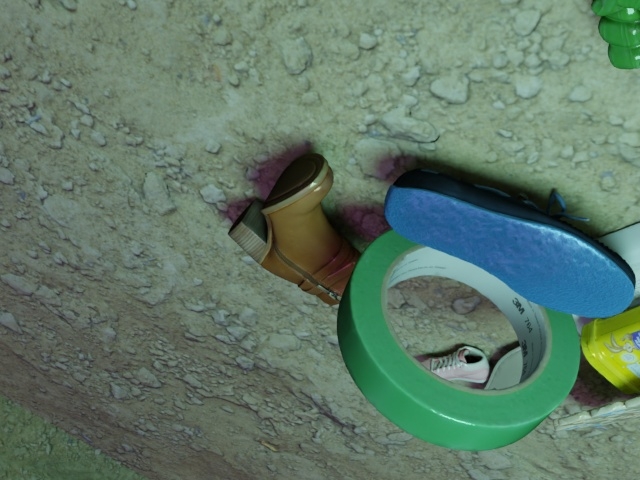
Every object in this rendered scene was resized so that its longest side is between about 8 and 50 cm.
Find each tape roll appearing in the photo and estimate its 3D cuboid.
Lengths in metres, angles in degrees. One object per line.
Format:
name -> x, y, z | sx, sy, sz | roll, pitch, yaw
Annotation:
tape roll -> 0.184, 0.117, 0.972 | 0.321, 0.321, 0.077 | 23, 140, 2

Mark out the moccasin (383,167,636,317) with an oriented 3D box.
moccasin -> 0.258, -0.020, 0.956 | 0.341, 0.117, 0.138 | 28, 127, 3

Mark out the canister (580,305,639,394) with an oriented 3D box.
canister -> 0.466, 0.137, 0.979 | 0.126, 0.073, 0.170 | 39, 136, -18

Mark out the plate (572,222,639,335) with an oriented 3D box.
plate -> 0.472, 0.095, 1.023 | 0.278, 0.045, 0.277 | 44, 136, -21

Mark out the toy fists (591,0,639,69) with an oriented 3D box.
toy fists -> 0.317, -0.255, 0.640 | 0.142, 0.096, 0.279 | 40, 167, 30

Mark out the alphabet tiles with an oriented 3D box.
alphabet tiles -> 0.498, 0.244, 1.079 | 0.277, 0.021, 0.284 | 6, 153, -37

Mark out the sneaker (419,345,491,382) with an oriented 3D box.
sneaker -> 0.229, 0.214, 1.260 | 0.134, 0.051, 0.070 | -1, 138, 16

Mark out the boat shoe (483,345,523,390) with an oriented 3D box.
boat shoe -> 0.334, 0.238, 1.236 | 0.075, 0.065, 0.206 | 41, 127, 20

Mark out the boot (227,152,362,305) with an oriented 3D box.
boot -> 0.000, 0.000, 1.099 | 0.220, 0.109, 0.283 | 37, 140, -13
